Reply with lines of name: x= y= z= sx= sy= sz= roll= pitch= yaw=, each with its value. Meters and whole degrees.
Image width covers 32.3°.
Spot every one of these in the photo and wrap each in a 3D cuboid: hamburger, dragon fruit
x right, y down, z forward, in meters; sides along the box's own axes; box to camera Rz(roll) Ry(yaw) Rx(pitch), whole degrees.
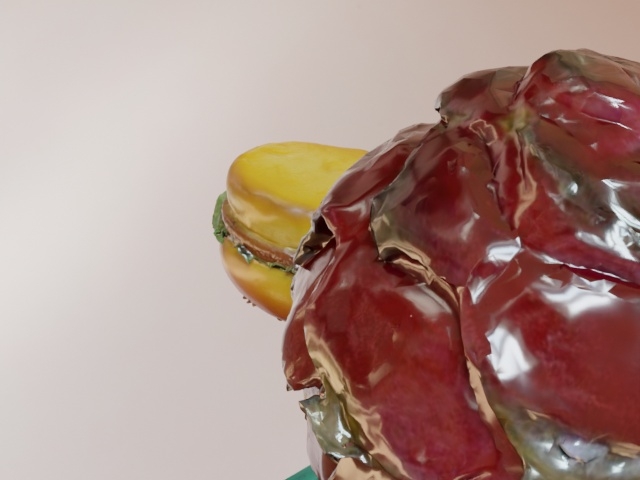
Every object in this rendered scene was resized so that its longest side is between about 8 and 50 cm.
hamburger: x=0.002 y=0.000 z=1.193 sx=0.246 sy=0.246 sz=0.170 roll=41 pitch=-51 yaw=55
dragon fruit: x=0.133 y=0.058 z=0.581 sx=0.329 sy=0.329 sz=0.329 roll=51 pitch=-8 yaw=10

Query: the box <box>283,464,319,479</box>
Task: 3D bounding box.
box: x=0.024 y=0.325 z=1.081 sx=0.226 sy=0.161 sz=0.042 roll=53 pitch=18 yaw=-16
